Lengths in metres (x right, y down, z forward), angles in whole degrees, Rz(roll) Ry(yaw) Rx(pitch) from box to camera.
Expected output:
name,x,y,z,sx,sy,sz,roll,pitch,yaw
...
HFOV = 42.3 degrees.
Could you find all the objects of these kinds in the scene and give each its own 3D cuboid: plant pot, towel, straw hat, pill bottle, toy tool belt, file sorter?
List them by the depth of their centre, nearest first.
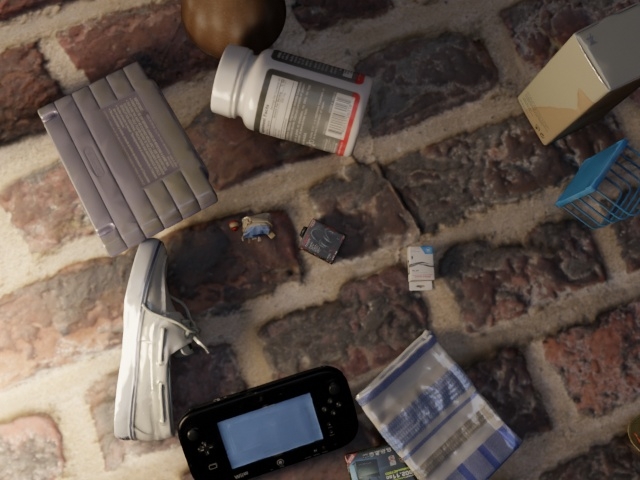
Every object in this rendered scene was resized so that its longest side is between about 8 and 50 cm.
name,x,y,z,sx,sy,sz,roll,pitch,yaw
towel,0.221,0.332,1.537,0.209,0.034,0.285,-37,85,-22
straw hat,0.639,0.393,1.558,0.144,0.144,0.061,4,120,-3
plant pot,-0.171,-0.490,1.582,0.215,0.230,0.215,1,80,-3
pill bottle,-0.055,-0.272,1.585,0.283,0.161,0.161,16,79,0
toy tool belt,-0.131,-0.020,1.591,0.083,0.052,0.051,-13,72,-5
file sorter,0.553,-0.099,1.591,0.104,0.170,0.118,38,80,0

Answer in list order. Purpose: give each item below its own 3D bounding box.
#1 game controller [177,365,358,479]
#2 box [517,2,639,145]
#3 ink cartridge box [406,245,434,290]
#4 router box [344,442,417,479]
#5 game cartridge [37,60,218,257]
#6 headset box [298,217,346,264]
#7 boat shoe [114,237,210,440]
name,x,y,z,sx,sy,sz,roll,pitch,yaw
game controller,-0.092,0.340,1.504,0.319,0.067,0.167,-17,100,-6
box,0.501,-0.301,1.549,0.148,0.311,0.121,-26,83,-8
ink cartridge box,0.195,0.054,1.609,0.048,0.028,0.083,-2,80,-4
router box,0.113,0.427,1.531,0.122,0.038,0.092,-14,81,-6
game cartridge,-0.361,-0.161,1.551,0.230,0.068,0.355,-26,63,-12
headset box,0.000,0.000,1.605,0.083,0.032,0.062,28,79,0
boat shoe,-0.276,0.182,1.503,0.156,0.136,0.367,5,82,-3
